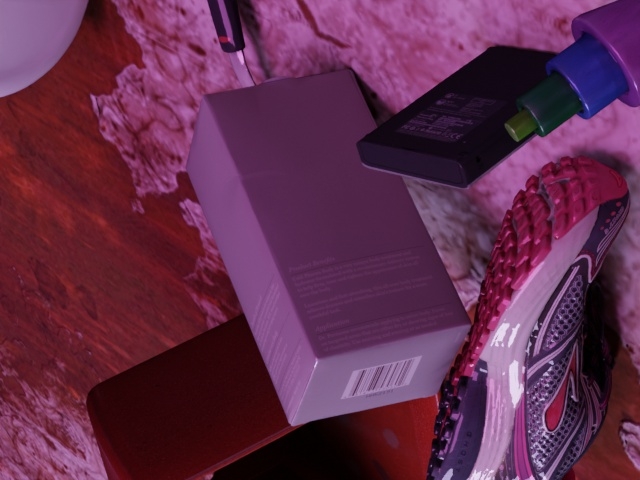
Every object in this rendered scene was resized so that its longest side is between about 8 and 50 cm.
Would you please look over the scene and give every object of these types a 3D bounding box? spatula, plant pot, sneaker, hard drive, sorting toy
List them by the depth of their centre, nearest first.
[{"bbox_3d":[0.233,0.030,0.964,0.365,0.126,0.127,53,176,11],"label":"sorting toy"},{"bbox_3d":[0.102,-0.081,1.067,0.094,0.135,0.022,15,133,47],"label":"hard drive"},{"bbox_3d":[0.159,0.071,1.168,0.112,0.121,0.299,14,128,0],"label":"sneaker"},{"bbox_3d":[-0.055,-0.133,1.329,0.084,0.030,0.296,9,124,49],"label":"spatula"},{"bbox_3d":[-0.057,0.212,1.446,0.236,0.267,0.267,34,143,51],"label":"plant pot"}]

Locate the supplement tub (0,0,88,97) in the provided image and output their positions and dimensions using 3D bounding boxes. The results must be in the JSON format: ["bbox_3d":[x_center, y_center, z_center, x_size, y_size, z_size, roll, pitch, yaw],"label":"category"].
[{"bbox_3d":[-0.364,-0.268,1.470,0.316,0.193,0.193,34,141,32],"label":"supplement tub"}]

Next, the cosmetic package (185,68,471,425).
[{"bbox_3d":[0.000,0.000,1.218,0.107,0.127,0.238,109,145,-52],"label":"cosmetic package"}]
